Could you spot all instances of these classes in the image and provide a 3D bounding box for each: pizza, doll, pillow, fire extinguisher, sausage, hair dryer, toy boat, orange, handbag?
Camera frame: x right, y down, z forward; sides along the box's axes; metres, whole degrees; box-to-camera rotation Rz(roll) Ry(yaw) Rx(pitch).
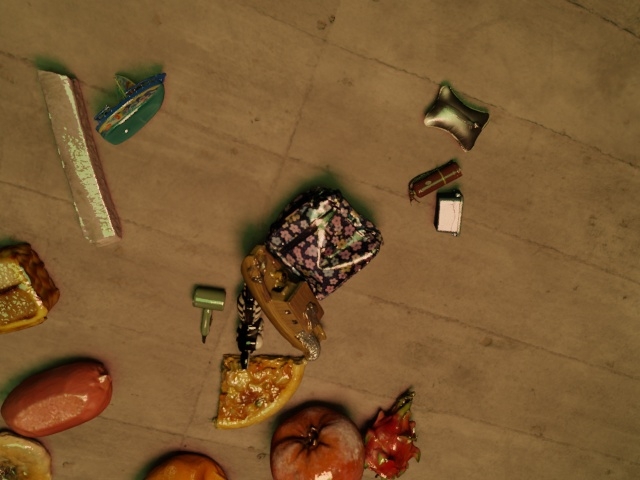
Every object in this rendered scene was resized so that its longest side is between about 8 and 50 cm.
[{"bbox_3d":[-0.166,0.351,1.319,0.292,0.058,0.197,-33,109,5],"label":"pizza"},{"bbox_3d":[-0.159,0.184,1.246,0.067,0.091,0.220,4,110,-7],"label":"doll"},{"bbox_3d":[0.294,-0.259,1.174,0.135,0.055,0.091,28,122,-14],"label":"pillow"},{"bbox_3d":[0.249,-0.130,1.219,0.132,0.039,0.056,-28,77,3],"label":"fire extinguisher"},{"bbox_3d":[-0.584,0.357,1.227,0.254,0.148,0.148,-24,110,-2],"label":"sausage"},{"bbox_3d":[-0.262,0.177,1.263,0.071,0.047,0.150,9,118,-8],"label":"hair dryer"},{"bbox_3d":[-0.376,-0.280,1.070,0.175,0.091,0.110,-38,82,3],"label":"toy boat"},{"bbox_3d":[-0.338,0.662,1.337,0.248,0.183,0.249,-3,108,-8],"label":"orange"},{"bbox_3d":[0.000,0.000,1.183,0.228,0.127,0.208,-39,100,23],"label":"handbag"},{"bbox_3d":[-0.069,0.137,1.189,0.089,0.121,0.321,-52,130,-32],"label":"toy boat"}]

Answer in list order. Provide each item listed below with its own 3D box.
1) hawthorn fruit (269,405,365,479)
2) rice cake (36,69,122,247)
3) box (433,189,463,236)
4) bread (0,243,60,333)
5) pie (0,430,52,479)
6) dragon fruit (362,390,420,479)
[{"bbox_3d":[-0.014,0.534,1.313,0.234,0.231,0.263,21,106,13],"label":"hawthorn fruit"},{"bbox_3d":[-0.481,-0.159,1.102,0.072,0.056,0.365,-9,110,2],"label":"rice cake"},{"bbox_3d":[0.287,-0.063,1.234,0.054,0.074,0.100,3,109,6],"label":"box"},{"bbox_3d":[-0.686,0.114,1.151,0.222,0.096,0.182,-17,108,-1],"label":"bread"},{"bbox_3d":[-0.742,0.553,1.316,0.185,0.052,0.218,35,103,-22],"label":"pie"},{"bbox_3d":[0.188,0.489,1.372,0.135,0.137,0.236,32,95,-43],"label":"dragon fruit"}]
